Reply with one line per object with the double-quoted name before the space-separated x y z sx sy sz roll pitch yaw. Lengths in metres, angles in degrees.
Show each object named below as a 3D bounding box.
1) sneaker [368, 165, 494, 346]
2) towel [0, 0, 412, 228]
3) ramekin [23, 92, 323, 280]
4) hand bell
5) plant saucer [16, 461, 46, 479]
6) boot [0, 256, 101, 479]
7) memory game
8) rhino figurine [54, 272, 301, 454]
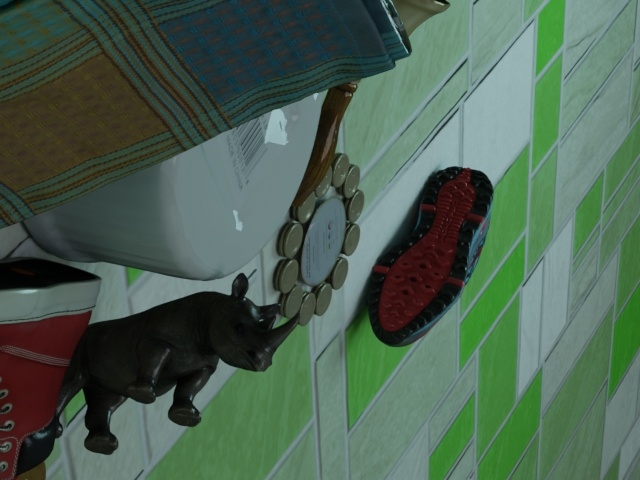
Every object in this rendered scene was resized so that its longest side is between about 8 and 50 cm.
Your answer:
"sneaker" 0.140 0.040 2.050 0.262 0.104 0.125 -57 153 -34
"towel" -0.139 -0.099 1.074 0.271 0.370 0.040 49 19 -66
"ramekin" -0.108 -0.101 1.363 0.277 0.135 0.277 -45 143 -48
"hand bell" 0.018 -0.144 1.695 0.126 0.126 0.242 -4 121 -65
"plant saucer" -0.243 0.198 1.404 0.083 0.015 0.083 -45 144 -49
"boot" -0.246 0.105 1.253 0.244 0.088 0.176 4 103 -70
"memory game" 0.000 0.000 1.824 0.186 0.012 0.186 -47 145 -47
"rhino figurine" -0.116 0.089 1.373 0.073 0.243 0.106 45 39 -35
